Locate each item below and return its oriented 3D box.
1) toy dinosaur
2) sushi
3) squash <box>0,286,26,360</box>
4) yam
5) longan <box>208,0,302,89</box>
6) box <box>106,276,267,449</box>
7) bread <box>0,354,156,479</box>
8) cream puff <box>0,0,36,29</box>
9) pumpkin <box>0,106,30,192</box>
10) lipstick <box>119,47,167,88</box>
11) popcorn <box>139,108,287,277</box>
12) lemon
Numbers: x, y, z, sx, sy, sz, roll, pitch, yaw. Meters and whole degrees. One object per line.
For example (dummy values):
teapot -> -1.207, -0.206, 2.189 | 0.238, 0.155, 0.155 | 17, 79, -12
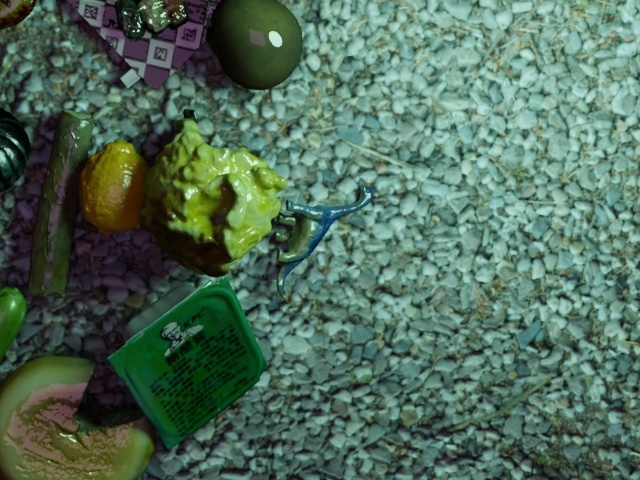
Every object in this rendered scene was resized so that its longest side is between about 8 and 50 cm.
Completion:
toy dinosaur -> 0.000, 0.000, 1.783 | 0.188, 0.075, 0.248 | 8, 94, -16
sushi -> -0.315, -0.442, 1.649 | 0.219, 0.047, 0.231 | -45, 103, -4
squash -> -0.697, 0.251, 1.728 | 0.101, 0.101, 0.379 | 37, 92, -12
yam -> -0.507, -0.066, 1.702 | 0.083, 0.083, 0.372 | 10, 99, -9
longan -> -0.120, -0.375, 1.643 | 0.189, 0.189, 0.189 | -1, 101, -7
box -> -0.265, 0.220, 1.708 | 0.264, 0.106, 0.337 | -37, 138, -19
bread -> -0.499, 0.381, 1.744 | 0.332, 0.160, 0.333 | -1, 96, -11
cream puff -> -0.593, -0.458, 1.607 | 0.149, 0.084, 0.149 | -1, 97, -9
pumpkin -> -0.635, -0.168, 1.616 | 0.194, 0.194, 0.150 | 20, 119, -10
lipstick -> -0.339, -0.336, 1.693 | 0.107, 0.025, 0.025 | -40, 103, -3
popcorn -> -0.205, -0.075, 1.622 | 0.237, 0.293, 0.293 | -44, 106, -33
lemon -> -0.388, -0.102, 1.673 | 0.142, 0.142, 0.187 | 7, 99, -8
